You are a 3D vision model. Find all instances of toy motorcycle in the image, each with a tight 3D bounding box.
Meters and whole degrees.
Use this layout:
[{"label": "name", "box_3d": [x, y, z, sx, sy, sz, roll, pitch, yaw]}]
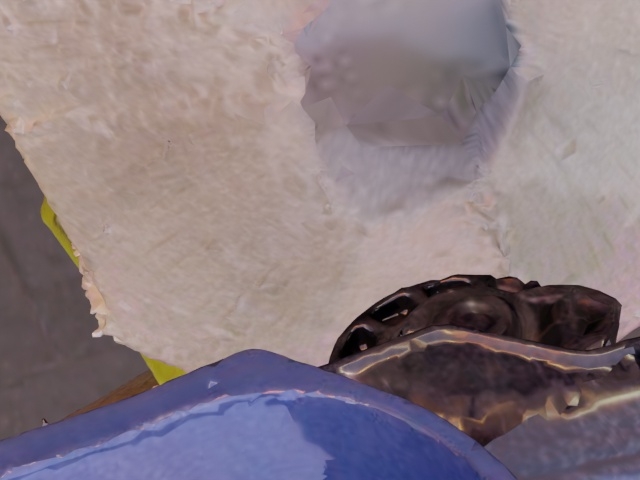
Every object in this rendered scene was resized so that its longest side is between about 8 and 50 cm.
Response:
[{"label": "toy motorcycle", "box_3d": [-0.037, 0.119, 0.334, 0.359, 0.212, 0.125, -23, 131, -20]}]

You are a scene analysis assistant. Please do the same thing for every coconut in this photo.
[{"label": "coconut", "box_3d": [0.016, -0.100, 0.600, 0.298, 0.309, 0.297, 0, 108, 0]}]

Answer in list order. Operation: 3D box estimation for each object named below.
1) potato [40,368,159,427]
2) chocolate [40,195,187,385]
[{"label": "potato", "box_3d": [-0.040, 0.170, 1.335, 0.237, 0.289, 0.300, -43, 136, -32]}, {"label": "chocolate", "box_3d": [0.000, 0.000, 1.171, 0.289, 0.301, 0.137, 7, 109, -29]}]
